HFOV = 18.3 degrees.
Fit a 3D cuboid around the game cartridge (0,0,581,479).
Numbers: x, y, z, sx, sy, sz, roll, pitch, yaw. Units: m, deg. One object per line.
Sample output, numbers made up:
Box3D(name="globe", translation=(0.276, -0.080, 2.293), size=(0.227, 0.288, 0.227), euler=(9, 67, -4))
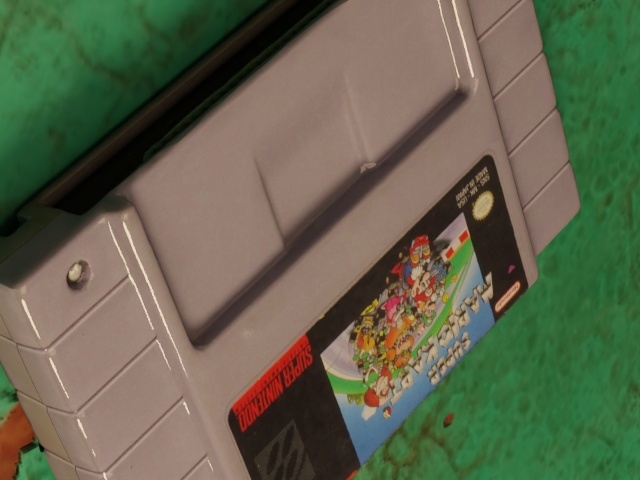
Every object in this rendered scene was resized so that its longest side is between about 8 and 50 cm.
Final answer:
Box3D(name="game cartridge", translation=(0.000, 0.000, 0.979), size=(0.355, 0.068, 0.230), euler=(-44, 128, -31))
